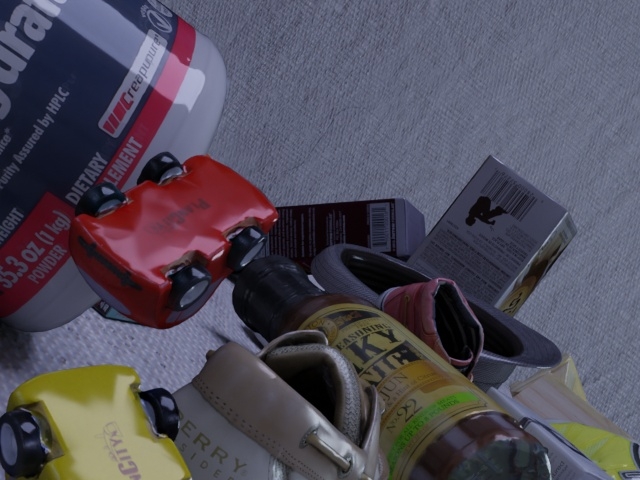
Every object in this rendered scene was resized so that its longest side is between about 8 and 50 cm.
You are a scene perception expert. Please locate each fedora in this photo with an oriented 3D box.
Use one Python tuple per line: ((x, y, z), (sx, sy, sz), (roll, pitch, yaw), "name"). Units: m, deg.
((0.098, 0.114, 1.270), (0.275, 0.124, 0.244), (27, 13, 9), "fedora")

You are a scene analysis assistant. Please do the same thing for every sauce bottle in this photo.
((0.034, 0.113, 0.956), (0.111, 0.111, 0.344), (34, 2, -39), "sauce bottle")

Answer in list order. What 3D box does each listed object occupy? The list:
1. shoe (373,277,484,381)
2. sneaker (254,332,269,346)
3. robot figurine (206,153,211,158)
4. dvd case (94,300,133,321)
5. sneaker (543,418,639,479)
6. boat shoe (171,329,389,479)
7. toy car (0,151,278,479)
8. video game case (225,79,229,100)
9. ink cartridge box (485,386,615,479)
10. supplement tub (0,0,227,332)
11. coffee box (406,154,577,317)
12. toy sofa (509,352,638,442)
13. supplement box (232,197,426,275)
((0.096, 0.120, 1.015), (0.063, 0.178, 0.081), (-7, -9, -34), "shoe")
((0.011, 0.093, 1.139), (0.080, 0.094, 0.212), (32, 4, -38), "sneaker")
((-0.231, -0.118, 1.439), (0.219, 0.158, 0.128), (34, -26, -27), "robot figurine")
((-0.177, 0.020, 0.890), (0.119, 0.013, 0.087), (35, 2, 17), "dvd case")
((0.295, 0.272, 1.102), (0.147, 0.145, 0.384), (34, 2, -45), "sneaker")
((-0.008, 0.103, 0.633), (0.109, 0.098, 0.302), (37, 3, 18), "boat shoe")
((-0.132, 0.027, 0.453), (0.225, 0.053, 0.239), (19, 36, -14), "toy car")
((-0.313, -0.221, 1.454), (0.329, 0.036, 0.300), (3, -8, 18), "video game case")
((0.155, 0.198, 0.948), (0.063, 0.109, 0.150), (32, 4, -27), "ink cartridge box")
((-0.203, -0.094, 0.623), (0.272, 0.191, 0.191), (35, 3, -21), "supplement tub")
((0.168, 0.063, 1.461), (0.119, 0.297, 0.168), (38, 4, 17), "coffee box")
((0.428, 0.343, 1.874), (0.362, 0.177, 0.150), (39, -20, 56), "toy sofa")
((0.000, 0.000, 1.494), (0.239, 0.073, 0.130), (-3, -9, 15), "supplement box")
